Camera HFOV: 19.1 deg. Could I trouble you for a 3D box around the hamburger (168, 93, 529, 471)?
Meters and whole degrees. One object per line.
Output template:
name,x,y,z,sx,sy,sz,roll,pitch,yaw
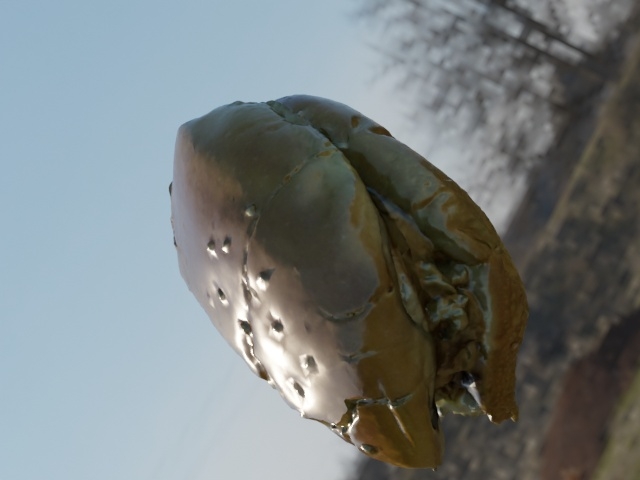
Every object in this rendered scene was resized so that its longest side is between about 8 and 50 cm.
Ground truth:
hamburger,0.000,0.000,1.128,0.144,0.283,0.156,-31,-37,-22
